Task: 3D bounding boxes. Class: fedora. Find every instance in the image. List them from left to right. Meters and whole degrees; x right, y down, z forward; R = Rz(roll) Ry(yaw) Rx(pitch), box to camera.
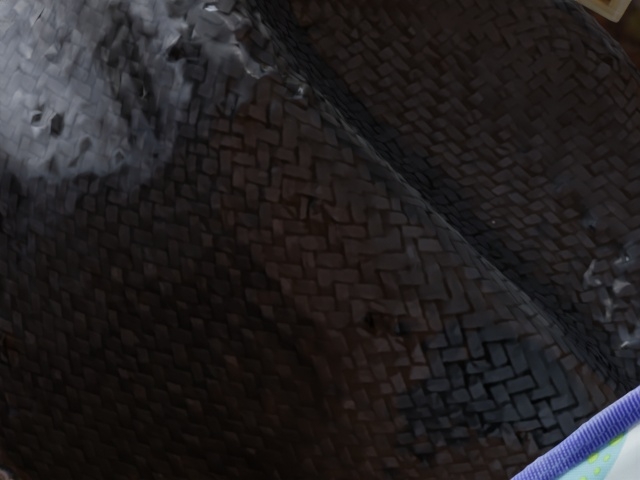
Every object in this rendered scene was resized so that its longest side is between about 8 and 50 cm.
[{"bbox_3d":[0.000,0.000,0.525,0.334,0.152,0.334,21,-139,-20],"label":"fedora"}]

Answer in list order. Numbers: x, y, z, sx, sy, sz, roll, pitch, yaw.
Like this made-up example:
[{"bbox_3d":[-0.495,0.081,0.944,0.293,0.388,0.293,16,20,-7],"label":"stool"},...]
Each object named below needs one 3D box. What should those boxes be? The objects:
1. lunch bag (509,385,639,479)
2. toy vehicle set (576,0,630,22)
[{"bbox_3d":[0.099,0.084,0.351,0.096,0.151,0.129,48,-164,-53],"label":"lunch bag"},{"bbox_3d":[0.105,-0.222,0.788,0.166,0.267,0.035,31,-126,4],"label":"toy vehicle set"}]
